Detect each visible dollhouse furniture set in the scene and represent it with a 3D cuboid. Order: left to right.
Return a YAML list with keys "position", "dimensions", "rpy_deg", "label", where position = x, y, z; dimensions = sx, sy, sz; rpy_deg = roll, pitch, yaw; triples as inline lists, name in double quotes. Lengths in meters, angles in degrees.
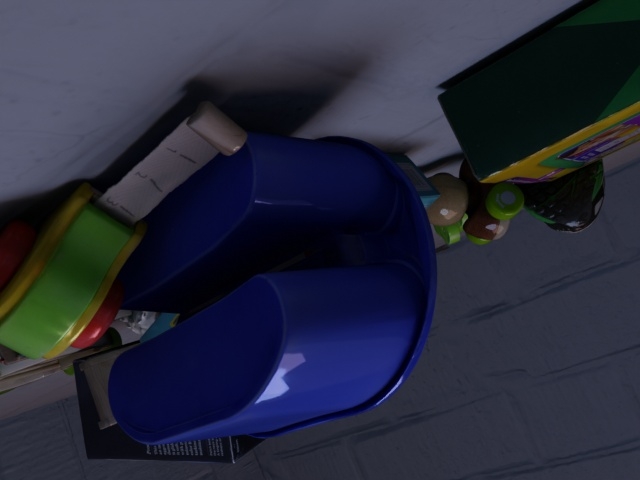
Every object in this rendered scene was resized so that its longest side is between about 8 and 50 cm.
- position: [-0.310, 0.152, 0.804]
  dimensions: [0.129, 0.183, 0.129]
  rpy_deg: [-14, 168, -44]
  label: "dollhouse furniture set"

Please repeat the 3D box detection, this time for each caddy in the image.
- position: [-0.055, 0.046, 0.566]
  dimensions: [0.179, 0.241, 0.341]
  rpy_deg: [5, 155, -42]
  label: "caddy"

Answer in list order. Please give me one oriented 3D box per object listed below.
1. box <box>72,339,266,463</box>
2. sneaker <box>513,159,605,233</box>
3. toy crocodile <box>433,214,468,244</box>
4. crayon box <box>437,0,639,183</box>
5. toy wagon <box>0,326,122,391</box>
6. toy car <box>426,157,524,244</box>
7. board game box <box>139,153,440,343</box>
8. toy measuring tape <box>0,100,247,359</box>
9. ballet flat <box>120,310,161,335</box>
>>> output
- position: [-0.210, 0.255, 1.128]
  dimensions: [0.294, 0.182, 0.296]
  rpy_deg: [-7, -179, 25]
  label: "box"
- position: [0.401, -0.078, 1.025]
  dimensions: [0.134, 0.146, 0.343]
  rpy_deg: [-32, -173, 23]
  label: "sneaker"
- position: [0.302, -0.074, 1.303]
  dimensions: [0.115, 0.105, 0.340]
  rpy_deg: [-21, 167, -5]
  label: "toy crocodile"
- position: [0.341, -0.175, 0.693]
  dimensions: [0.313, 0.106, 0.363]
  rpy_deg: [-28, 170, 29]
  label: "crayon box"
- position: [-0.537, 0.232, 1.140]
  dimensions: [0.345, 0.068, 0.267]
  rpy_deg: [-26, 171, 30]
  label: "toy wagon"
- position: [0.198, -0.080, 0.988]
  dimensions: [0.189, 0.148, 0.155]
  rpy_deg: [5, 163, 0]
  label: "toy car"
- position: [-0.036, 0.031, 0.809]
  dimensions: [0.336, 0.079, 0.254]
  rpy_deg: [-46, 160, 28]
  label: "board game box"
- position: [-0.181, 0.016, 0.491]
  dimensions: [0.330, 0.121, 0.121]
  rpy_deg: [-28, 170, 37]
  label: "toy measuring tape"
- position: [-0.159, 0.075, 1.024]
  dimensions: [0.147, 0.146, 0.409]
  rpy_deg: [-27, 168, 28]
  label: "ballet flat"
